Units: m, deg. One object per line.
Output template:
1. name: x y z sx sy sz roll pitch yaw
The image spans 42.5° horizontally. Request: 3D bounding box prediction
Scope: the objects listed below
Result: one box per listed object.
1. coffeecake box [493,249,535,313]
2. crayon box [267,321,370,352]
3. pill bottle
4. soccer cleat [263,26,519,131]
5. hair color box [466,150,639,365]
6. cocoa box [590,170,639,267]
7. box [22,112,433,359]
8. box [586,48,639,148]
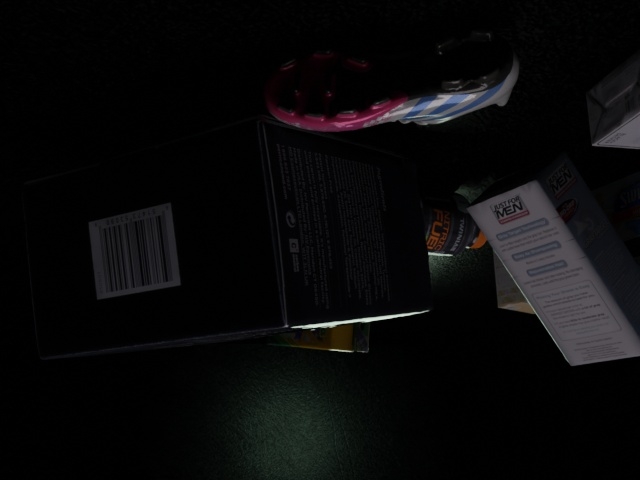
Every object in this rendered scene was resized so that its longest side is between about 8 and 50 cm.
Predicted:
1. coffeecake box: 0.475 0.069 1.924 0.142 0.185 0.068 12 159 -40
2. crayon box: -0.006 0.184 2.169 0.083 0.203 0.323 12 169 -40
3. pill bottle: 0.212 -0.037 1.625 0.246 0.130 0.130 5 163 -24
4. soccer cleat: 0.095 -0.190 1.086 0.332 0.115 0.143 -6 164 13
5. hair color box: 0.456 0.042 1.512 0.114 0.374 0.185 -39 -172 -34
6. cocoa box: 0.684 -0.011 1.575 0.232 0.227 0.347 6 163 -26
7. box: -0.137 0.016 1.357 0.480 0.297 0.472 -11 174 31
8. box: 0.552 -0.194 1.169 0.290 0.087 0.169 2 164 -12
